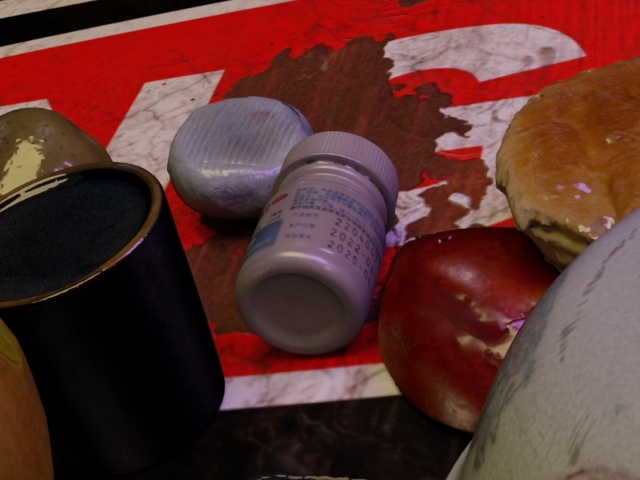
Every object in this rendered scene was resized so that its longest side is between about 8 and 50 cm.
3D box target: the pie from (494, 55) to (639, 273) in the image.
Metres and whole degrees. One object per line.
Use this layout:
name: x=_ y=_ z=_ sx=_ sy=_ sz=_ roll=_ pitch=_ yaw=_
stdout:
pie: x=0.290 y=-0.049 z=0.870 sx=0.339 sy=0.083 sz=0.339 roll=-7 pitch=33 yaw=4

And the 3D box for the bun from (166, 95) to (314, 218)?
bun: x=-0.068 y=-0.068 z=1.115 sx=0.141 sy=0.083 sz=0.141 roll=-6 pitch=41 yaw=6

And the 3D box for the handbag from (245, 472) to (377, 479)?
handbag: x=0.072 y=0.249 z=0.563 sx=0.329 sy=0.122 sz=0.303 roll=-5 pitch=36 yaw=18

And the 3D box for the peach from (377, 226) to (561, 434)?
peach: x=0.124 y=0.036 z=0.884 sx=0.189 sy=0.068 sz=0.279 roll=-25 pitch=34 yaw=-15

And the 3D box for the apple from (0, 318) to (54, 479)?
apple: x=-0.315 y=0.149 z=0.695 sx=0.340 sy=0.339 sz=0.339 roll=-13 pitch=34 yaw=9

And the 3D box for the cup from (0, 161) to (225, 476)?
cup: x=-0.194 y=0.058 z=0.910 sx=0.239 sy=0.177 sz=0.166 roll=3 pitch=41 yaw=30

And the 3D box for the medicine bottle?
medicine bottle: x=0.000 y=0.000 z=0.961 sx=0.105 sy=0.105 sz=0.168 roll=-6 pitch=36 yaw=19

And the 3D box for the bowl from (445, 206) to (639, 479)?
bowl: x=0.243 y=0.059 z=0.502 sx=0.435 sy=0.196 sz=0.435 roll=-8 pitch=27 yaw=4

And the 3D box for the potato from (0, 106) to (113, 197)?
potato: x=-0.260 y=-0.020 z=1.081 sx=0.157 sy=0.157 sz=0.194 roll=-9 pitch=37 yaw=15
